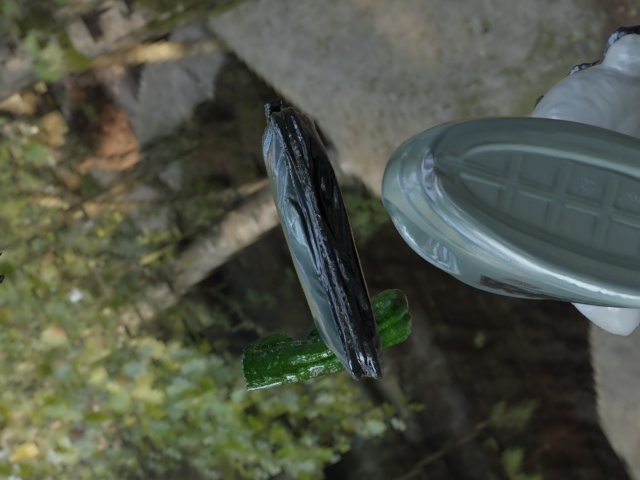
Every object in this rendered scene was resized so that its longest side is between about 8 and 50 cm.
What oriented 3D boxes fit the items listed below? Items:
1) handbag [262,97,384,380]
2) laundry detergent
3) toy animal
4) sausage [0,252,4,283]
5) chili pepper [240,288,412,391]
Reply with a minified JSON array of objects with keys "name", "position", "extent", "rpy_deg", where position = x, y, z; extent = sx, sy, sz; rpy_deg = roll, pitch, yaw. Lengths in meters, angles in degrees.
[{"name":"handbag","position":[-0.001,-0.003,1.630],"extent":[0.191,0.075,0.332],"rpy_deg":[-136,27,-86]},{"name":"laundry detergent","position":[0.164,-0.017,1.252],"extent":[0.398,0.264,0.125],"rpy_deg":[162,122,-82]},{"name":"toy animal","position":[0.329,-0.064,1.683],"extent":[0.357,0.194,0.258],"rpy_deg":[-75,-15,-55]},{"name":"sausage","position":[-0.300,0.074,1.162],"extent":[0.264,0.083,0.083],"rpy_deg":[-110,-5,-64]},{"name":"chili pepper","position":[0.011,0.142,1.974],"extent":[0.099,0.253,0.083],"rpy_deg":[-130,22,-67]}]
